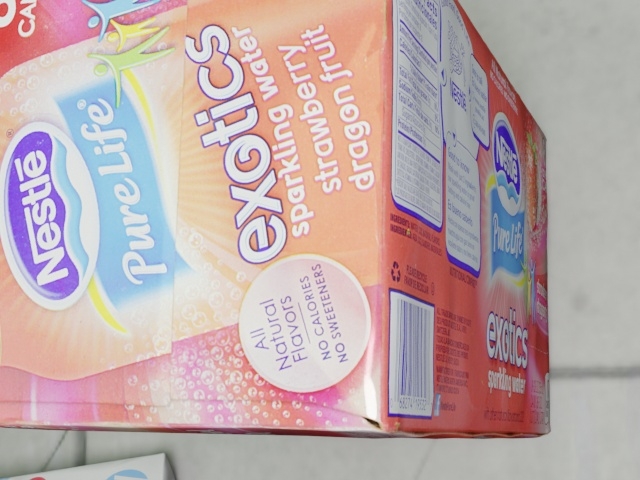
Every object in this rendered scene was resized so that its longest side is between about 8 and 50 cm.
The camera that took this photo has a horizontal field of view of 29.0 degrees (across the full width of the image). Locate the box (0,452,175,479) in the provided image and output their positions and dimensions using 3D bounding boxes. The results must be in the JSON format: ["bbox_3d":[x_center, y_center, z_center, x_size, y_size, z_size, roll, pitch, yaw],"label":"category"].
[{"bbox_3d":[-0.163,0.178,0.586,0.186,0.038,0.145,-8,37,2],"label":"box"}]

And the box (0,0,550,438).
[{"bbox_3d":[0.000,0.000,0.484,0.142,0.300,0.154,-1,82,19],"label":"box"}]
